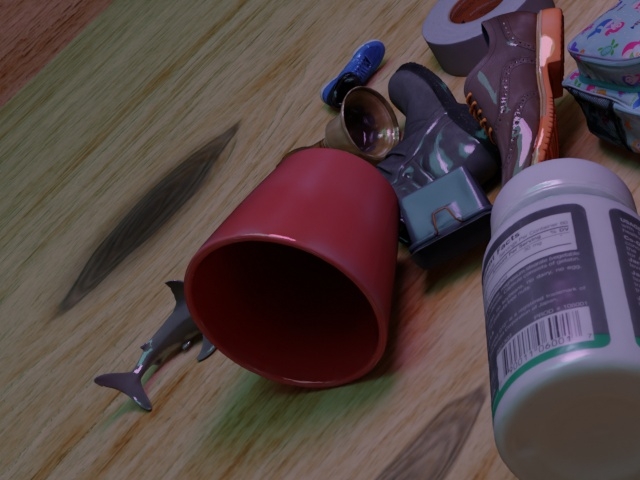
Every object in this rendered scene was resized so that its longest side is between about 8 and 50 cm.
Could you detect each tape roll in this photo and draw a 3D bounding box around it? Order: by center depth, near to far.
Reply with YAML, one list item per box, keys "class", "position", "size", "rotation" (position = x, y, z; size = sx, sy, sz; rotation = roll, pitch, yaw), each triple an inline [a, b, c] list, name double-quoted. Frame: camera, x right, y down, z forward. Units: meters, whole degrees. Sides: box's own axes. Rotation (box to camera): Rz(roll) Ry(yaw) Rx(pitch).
- class: "tape roll"
  position: [0.283, -0.377, 2.053]
  size: [0.219, 0.072, 0.219]
  rotation: [-25, 32, 18]

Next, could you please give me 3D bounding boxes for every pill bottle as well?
- class: "pill bottle"
  position: [0.277, 0.081, 1.298]
  size: [0.204, 0.204, 0.361]
  rotation: [-24, 32, 22]

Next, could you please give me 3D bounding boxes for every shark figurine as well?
- class: "shark figurine"
  position: [-0.221, 0.123, 1.849]
  size: [0.278, 0.116, 0.166]
  rotation: [-34, 29, 1]

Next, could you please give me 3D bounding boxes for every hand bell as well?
- class: "hand bell"
  position: [0.006, -0.159, 2.034]
  size: [0.242, 0.126, 0.126]
  rotation: [-21, 32, 46]

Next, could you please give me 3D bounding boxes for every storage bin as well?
- class: "storage bin"
  position: [0.170, -0.037, 1.642]
  size: [0.135, 0.098, 0.091]
  rotation: [-29, 64, 14]

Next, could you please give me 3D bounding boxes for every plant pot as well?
- class: "plant pot"
  position: [-0.013, 0.022, 1.631]
  size: [0.274, 0.275, 0.243]
  rotation: [-16, 32, 32]

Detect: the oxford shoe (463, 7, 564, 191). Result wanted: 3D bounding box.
- class: "oxford shoe"
  position: [0.262, -0.164, 1.663]
  size: [0.132, 0.130, 0.364]
  rotation: [2, 56, 14]

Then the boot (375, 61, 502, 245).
- class: "boot"
  position: [0.127, -0.138, 1.838]
  size: [0.222, 0.118, 0.338]
  rotation: [-39, 31, -2]

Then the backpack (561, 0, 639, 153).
- class: "backpack"
  position: [0.459, -0.218, 1.554]
  size: [0.225, 0.191, 0.253]
  rotation: [-39, 35, -5]

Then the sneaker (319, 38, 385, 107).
- class: "sneaker"
  position: [0.068, -0.296, 2.173]
  size: [0.152, 0.058, 0.084]
  rotation: [-42, 25, -1]
